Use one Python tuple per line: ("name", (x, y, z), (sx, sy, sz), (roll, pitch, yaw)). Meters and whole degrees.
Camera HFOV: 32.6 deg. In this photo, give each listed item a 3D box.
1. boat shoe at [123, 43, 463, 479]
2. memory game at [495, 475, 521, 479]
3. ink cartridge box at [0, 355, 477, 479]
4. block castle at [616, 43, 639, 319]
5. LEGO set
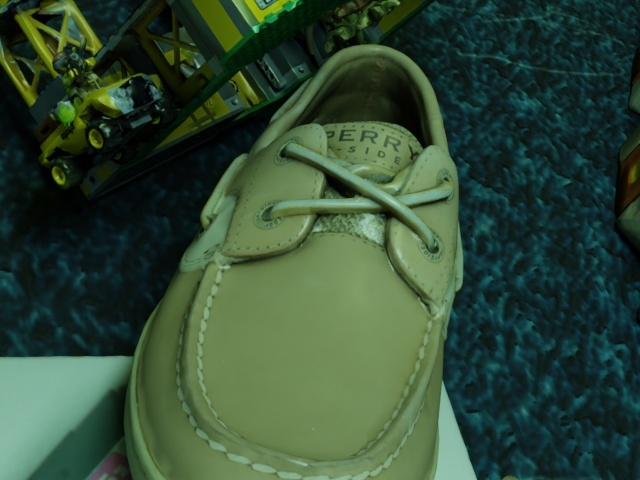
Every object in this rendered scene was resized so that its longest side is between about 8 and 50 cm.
("boat shoe", (0.000, 0.000, 0.463), (0.122, 0.110, 0.341), (15, 25, -3))
("memory game", (0.114, 0.182, 0.450), (0.186, 0.012, 0.186), (41, 29, -29))
("ink cartridge box", (-0.049, 0.158, 0.413), (0.275, 0.060, 0.239), (2, 50, -26))
("block castle", (0.395, -0.081, 0.742), (0.303, 0.213, 0.453), (27, 45, -4))
("LEGO set", (-0.048, -0.179, 0.563), (0.331, 0.255, 0.192), (-35, 91, -37))
